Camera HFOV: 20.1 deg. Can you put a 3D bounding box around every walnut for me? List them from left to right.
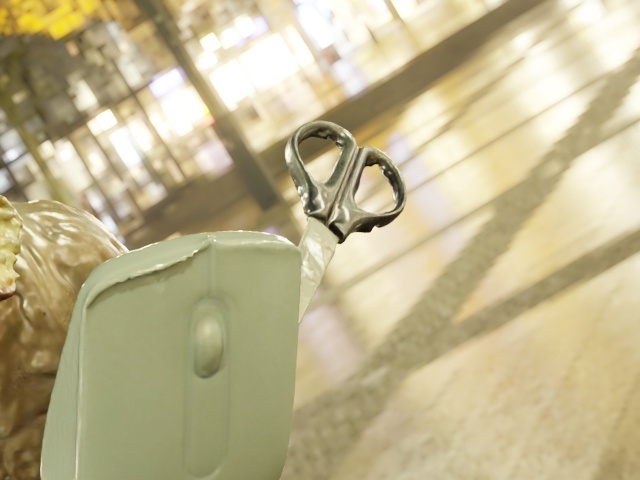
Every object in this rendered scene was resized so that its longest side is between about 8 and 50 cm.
[{"bbox_3d":[-0.191,0.070,1.201,0.178,0.230,0.178,-5,38,4],"label":"walnut"}]

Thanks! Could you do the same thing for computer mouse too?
[{"bbox_3d":[-0.073,0.095,0.916,0.128,0.079,0.231,-14,-44,-30],"label":"computer mouse"}]

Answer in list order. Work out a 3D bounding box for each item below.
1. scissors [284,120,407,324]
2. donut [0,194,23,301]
[{"bbox_3d":[0.000,0.000,1.376,0.022,0.109,0.300,-54,8,35],"label":"scissors"},{"bbox_3d":[-0.262,-0.009,0.987,0.141,0.085,0.217,-27,-35,18],"label":"donut"}]
